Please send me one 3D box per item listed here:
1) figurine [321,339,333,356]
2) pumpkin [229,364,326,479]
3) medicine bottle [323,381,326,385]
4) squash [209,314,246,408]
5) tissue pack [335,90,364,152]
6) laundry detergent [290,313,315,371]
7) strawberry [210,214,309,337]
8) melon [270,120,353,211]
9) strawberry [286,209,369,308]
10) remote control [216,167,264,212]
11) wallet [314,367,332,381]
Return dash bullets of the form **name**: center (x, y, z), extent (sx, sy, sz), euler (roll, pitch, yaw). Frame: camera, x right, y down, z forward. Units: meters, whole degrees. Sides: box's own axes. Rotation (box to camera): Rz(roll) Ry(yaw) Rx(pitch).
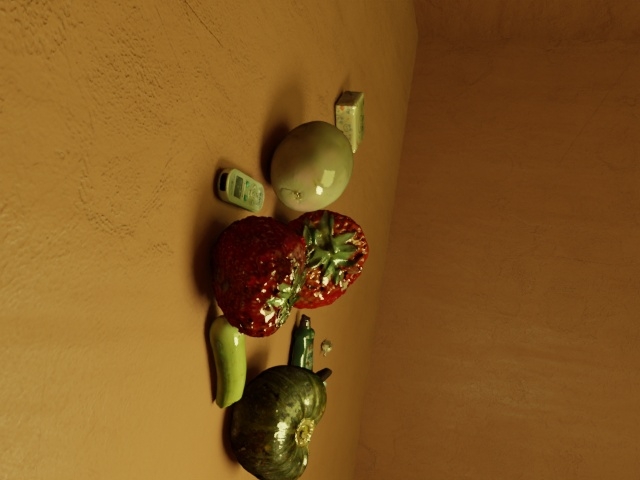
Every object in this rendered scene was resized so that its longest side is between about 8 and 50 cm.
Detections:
- **figurine**: center (0.024, 0.458, 2.303), extent (0.083, 0.047, 0.050), euler (-33, 144, -78)
- **pumpkin**: center (-0.147, 0.483, 1.488), extent (0.232, 0.242, 0.325), euler (36, 64, -39)
- **medicine bottle**: center (-0.022, 0.662, 2.207), extent (0.191, 0.051, 0.051), euler (-68, 158, -43)
- **squash**: center (-0.220, 0.289, 1.298), extent (0.083, 0.083, 0.250), euler (-52, 147, -61)
- **tissue pack**: center (0.117, -0.464, 2.106), extent (0.148, 0.092, 0.196), euler (-63, 154, -48)
- **laundry detergent**: center (-0.059, 0.368, 1.909), extent (0.144, 0.078, 0.222), euler (-4, 99, -76)
- **strawberry**: center (-0.143, 0.068, 1.225), extent (0.274, 0.220, 0.274), euler (-61, 166, -26)
- **melon**: center (-0.022, -0.208, 1.509), extent (0.317, 0.223, 0.223), euler (-70, 160, -52)
- **strawberry**: center (-0.022, 0.056, 1.650), extent (0.312, 0.267, 0.351), euler (-53, -170, -8)
- **remote control**: center (-0.189, -0.118, 1.295), extent (0.221, 0.042, 0.078), euler (22, 77, -72)
- **wallet**: center (-0.063, 0.524, 1.860), extent (0.182, 0.049, 0.229), euler (-41, 173, 19)
